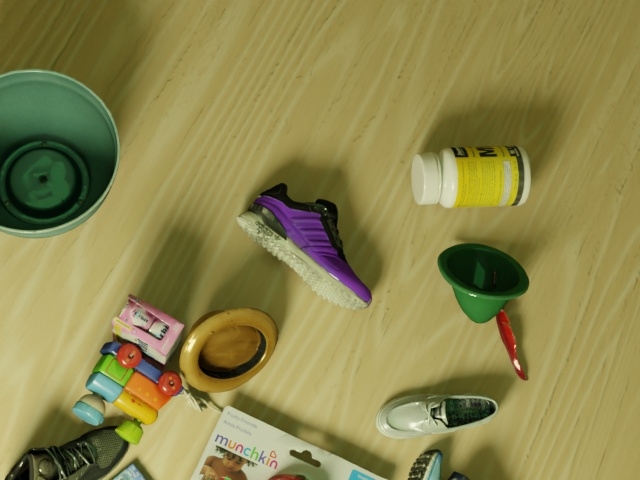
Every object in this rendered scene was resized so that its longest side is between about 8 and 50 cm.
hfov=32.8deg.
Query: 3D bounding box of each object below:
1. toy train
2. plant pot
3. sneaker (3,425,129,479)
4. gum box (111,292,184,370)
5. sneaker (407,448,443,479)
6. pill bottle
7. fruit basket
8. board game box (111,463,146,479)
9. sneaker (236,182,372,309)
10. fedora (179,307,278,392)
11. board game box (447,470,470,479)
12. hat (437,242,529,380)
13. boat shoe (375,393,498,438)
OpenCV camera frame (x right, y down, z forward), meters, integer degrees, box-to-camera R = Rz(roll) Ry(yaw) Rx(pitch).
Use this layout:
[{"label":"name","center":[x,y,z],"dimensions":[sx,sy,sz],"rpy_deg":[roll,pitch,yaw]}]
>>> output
[{"label":"toy train","center":[-0.298,0.294,1.887],"dimensions":[0.248,0.105,0.143],"rpy_deg":[38,67,-18]},{"label":"plant pot","center":[-0.500,-0.129,1.925],"dimensions":[0.293,0.196,0.293],"rpy_deg":[2,75,-8]},{"label":"sneaker","center":[-0.427,0.379,1.839],"dimensions":[0.228,0.130,0.087],"rpy_deg":[-20,79,-19]},{"label":"gum box","center":[-0.300,0.160,1.883],"dimensions":[0.107,0.188,0.062],"rpy_deg":[30,71,0]},{"label":"sneaker","center":[0.197,0.457,1.958],"dimensions":[0.073,0.063,0.162],"rpy_deg":[17,80,-18]},{"label":"pill bottle","center":[0.287,-0.121,2.085],"dimensions":[0.209,0.119,0.119],"rpy_deg":[-3,76,-10]},{"label":"fruit basket","center":[-0.086,0.499,1.844],"dimensions":[0.327,0.165,0.353],"rpy_deg":[26,70,-1]},{"label":"board game box","center":[-0.334,0.452,1.890],"dimensions":[0.090,0.020,0.090],"rpy_deg":[-39,84,-15]},{"label":"sneaker","center":[0.000,0.000,2.018],"dimensions":[0.293,0.102,0.146],"rpy_deg":[39,72,3]},{"label":"fedora","center":[-0.172,0.180,1.938],"dimensions":[0.194,0.194,0.079],"rpy_deg":[-29,43,-15]},{"label":"board game box","center":[0.220,0.553,1.909],"dimensions":[0.165,0.042,0.243],"rpy_deg":[47,73,-17]},{"label":"hat","center":[0.297,0.136,2.069],"dimensions":[0.173,0.183,0.208],"rpy_deg":[-2,34,-16]},{"label":"boat shoe","center":[0.215,0.312,1.979],"dimensions":[0.228,0.081,0.079],"rpy_deg":[-6,76,-11]}]
